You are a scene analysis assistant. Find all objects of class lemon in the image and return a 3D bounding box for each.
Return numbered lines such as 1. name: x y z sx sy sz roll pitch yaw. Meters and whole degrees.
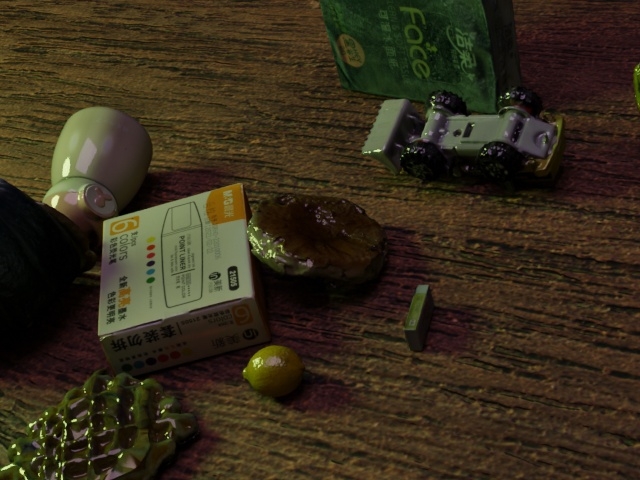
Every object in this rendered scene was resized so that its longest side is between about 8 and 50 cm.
1. lemon: -0.057 0.159 1.455 0.083 0.062 0.062 -7 37 21

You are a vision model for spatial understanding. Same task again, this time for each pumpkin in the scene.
1. pumpkin: -0.510 0.036 1.650 0.292 0.263 0.197 8 53 20

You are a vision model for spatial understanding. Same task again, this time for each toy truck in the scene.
1. toy truck: 0.206 -0.137 1.694 0.285 0.111 0.136 6 58 33

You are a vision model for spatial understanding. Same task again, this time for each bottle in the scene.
1. bottle: -0.355 -0.081 1.839 0.147 0.148 0.237 -5 45 17

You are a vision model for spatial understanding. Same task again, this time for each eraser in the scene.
1. eraser: 0.123 0.095 1.482 0.019 0.038 0.083 -3 39 23

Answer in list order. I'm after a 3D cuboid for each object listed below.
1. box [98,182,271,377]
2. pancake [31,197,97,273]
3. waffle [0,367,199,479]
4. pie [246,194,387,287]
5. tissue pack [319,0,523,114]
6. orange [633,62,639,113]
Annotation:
1. box: -0.189 0.050 1.631 0.220 0.091 0.274 -16 36 1
2. pancake: -0.410 -0.008 1.725 0.199 0.199 0.021 6 56 29
3. waffle: -0.274 0.242 1.445 0.204 0.054 0.223 16 49 39
4. pie: 0.000 0.000 1.597 0.195 0.046 0.195 9 34 -6
5. tissue pack: 0.154 -0.331 1.870 0.315 0.228 0.103 14 46 36
6. orange: 0.523 -0.176 1.565 0.179 0.158 0.237 -34 42 -11
